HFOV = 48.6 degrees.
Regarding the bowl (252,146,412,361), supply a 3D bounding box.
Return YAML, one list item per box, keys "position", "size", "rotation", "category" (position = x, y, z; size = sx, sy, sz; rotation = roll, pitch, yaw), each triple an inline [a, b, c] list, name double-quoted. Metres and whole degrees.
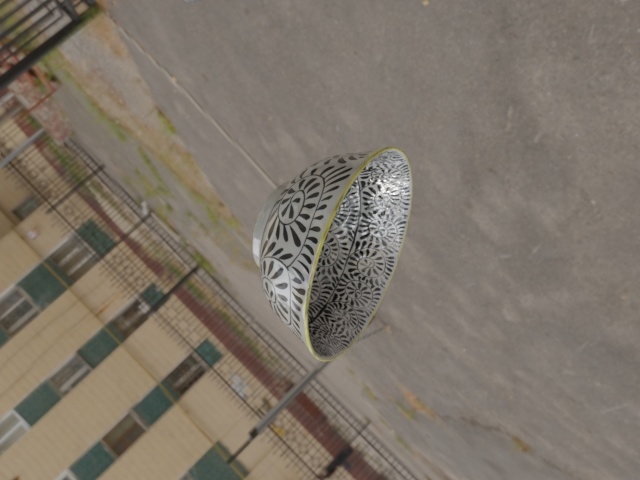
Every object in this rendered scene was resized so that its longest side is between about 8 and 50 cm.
- position: [0.000, 0.000, 0.546]
  size: [0.080, 0.170, 0.170]
  rotation: [20, 156, 23]
  category: "bowl"
